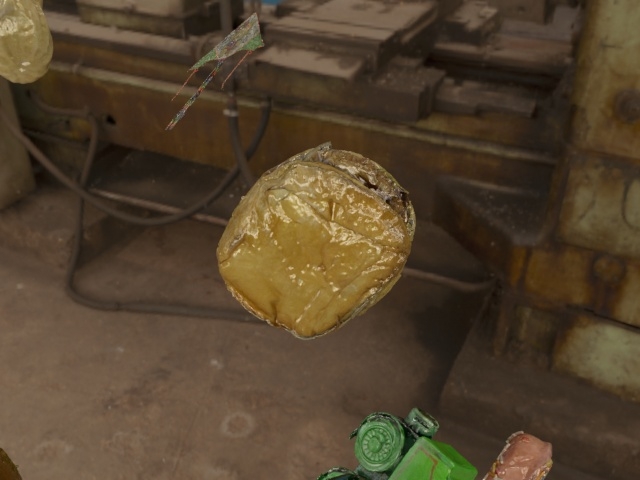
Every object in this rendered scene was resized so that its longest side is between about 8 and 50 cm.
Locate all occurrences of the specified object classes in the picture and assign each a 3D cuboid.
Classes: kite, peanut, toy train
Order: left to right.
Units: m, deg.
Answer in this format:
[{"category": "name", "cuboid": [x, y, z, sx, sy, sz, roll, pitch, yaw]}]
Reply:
[{"category": "peanut", "cuboid": [-0.358, -0.279, 0.808, 0.082, 0.187, 0.082, -4, 4, 0]}, {"category": "kite", "cuboid": [-0.152, -0.255, 1.027, 0.198, 0.006, 0.244, 4, 57, 48]}, {"category": "toy train", "cuboid": [0.110, 0.373, 1.005, 0.188, 0.132, 0.243, 36, 91, 38]}]

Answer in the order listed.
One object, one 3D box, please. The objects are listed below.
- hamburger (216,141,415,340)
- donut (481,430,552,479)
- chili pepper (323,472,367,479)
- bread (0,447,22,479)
[{"category": "hamburger", "cuboid": [0.000, 0.001, 1.014, 0.283, 0.259, 0.144, -37, 16, 25]}, {"category": "donut", "cuboid": [0.333, 0.449, 1.258, 0.085, 0.199, 0.233, 36, 81, 18]}, {"category": "chili pepper", "cuboid": [-0.026, 0.394, 0.818, 0.174, 0.261, 0.165, 45, 20, -7]}, {"category": "bread", "cuboid": [-0.346, 0.240, 0.542, 0.236, 0.236, 0.070, -9, 19, -13]}]
